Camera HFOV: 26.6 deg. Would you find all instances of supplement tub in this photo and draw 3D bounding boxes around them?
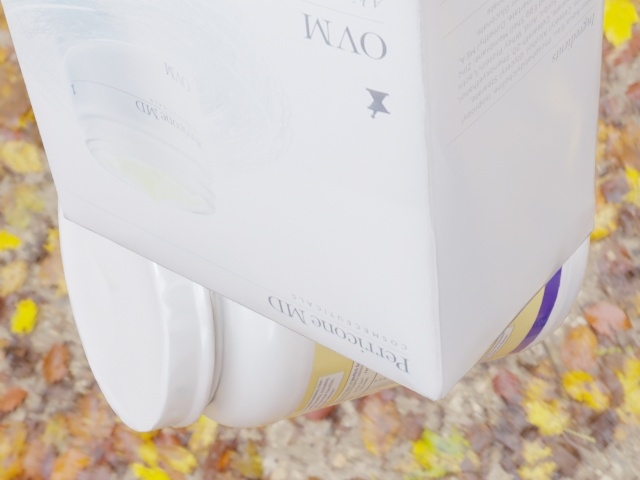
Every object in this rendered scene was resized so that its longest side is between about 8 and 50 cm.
[{"bbox_3d":[0.000,0.000,0.991,0.331,0.241,0.241,-13,57,-27],"label":"supplement tub"}]

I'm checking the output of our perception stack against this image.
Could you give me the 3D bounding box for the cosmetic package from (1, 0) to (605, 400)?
[{"bbox_3d":[-0.011,-0.089,0.564,0.224,0.224,0.138,24,51,31],"label":"cosmetic package"}]
